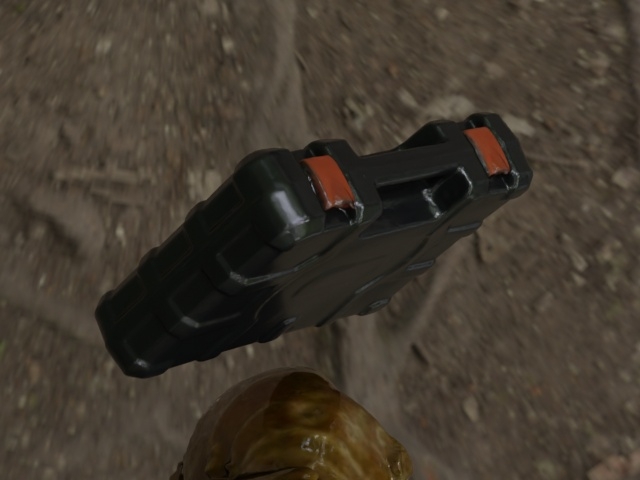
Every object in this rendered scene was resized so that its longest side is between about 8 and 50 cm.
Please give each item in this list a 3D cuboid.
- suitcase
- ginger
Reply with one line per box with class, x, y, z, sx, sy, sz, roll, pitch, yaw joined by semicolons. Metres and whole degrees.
suitcase;0.000;0.000;1.182;0.206;0.285;0.066;-41;73;37
ginger;-0.058;0.221;1.240;0.152;0.357;0.274;41;115;-10
